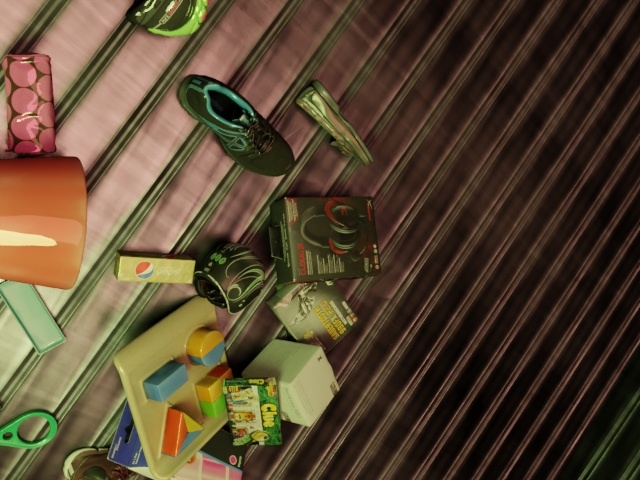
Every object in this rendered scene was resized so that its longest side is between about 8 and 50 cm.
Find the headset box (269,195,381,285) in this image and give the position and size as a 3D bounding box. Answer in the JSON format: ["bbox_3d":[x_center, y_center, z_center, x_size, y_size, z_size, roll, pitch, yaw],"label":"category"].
[{"bbox_3d":[0.000,0.000,1.597,0.293,0.110,0.218,-2,82,-27],"label":"headset box"}]

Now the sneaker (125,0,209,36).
[{"bbox_3d":[-0.345,-0.666,1.226,0.202,0.185,0.483,-13,108,-29],"label":"sneaker"}]

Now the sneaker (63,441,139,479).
[{"bbox_3d":[-0.478,0.576,1.502,0.281,0.162,0.107,-5,106,-27],"label":"sneaker"}]

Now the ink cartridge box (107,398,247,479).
[{"bbox_3d":[-0.352,0.540,1.564,0.371,0.069,0.176,37,40,-29],"label":"ink cartridge box"}]

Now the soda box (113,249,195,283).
[{"bbox_3d":[-0.399,0.065,1.467,0.181,0.058,0.061,5,101,-29],"label":"soda box"}]

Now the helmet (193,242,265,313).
[{"bbox_3d":[-0.218,0.087,1.513,0.161,0.169,0.170,-40,120,-35],"label":"helmet"}]

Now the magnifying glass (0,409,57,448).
[{"bbox_3d":[-0.737,0.454,1.413,0.230,0.026,0.092,-7,107,-29],"label":"magnifying glass"}]

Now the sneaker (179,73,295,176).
[{"bbox_3d":[-0.183,-0.258,1.449,0.340,0.139,0.125,36,84,-32],"label":"sneaker"}]

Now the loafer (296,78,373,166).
[{"bbox_3d":[0.038,-0.294,1.601,0.084,0.096,0.268,-36,112,7],"label":"loafer"}]

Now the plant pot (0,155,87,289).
[{"bbox_3d":[-0.611,-0.041,1.191,0.243,0.275,0.275,3,102,-34],"label":"plant pot"}]

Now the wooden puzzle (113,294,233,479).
[{"bbox_3d":[-0.322,0.354,1.491,0.322,0.080,0.348,-38,121,-51],"label":"wooden puzzle"}]

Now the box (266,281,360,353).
[{"bbox_3d":[-0.016,0.200,1.705,0.183,0.056,0.231,-40,118,-14],"label":"box"}]

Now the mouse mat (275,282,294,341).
[{"bbox_3d":[-0.043,0.180,1.722,0.152,0.007,0.190,-21,113,-22],"label":"mouse mat"}]

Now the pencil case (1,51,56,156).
[{"bbox_3d":[-0.601,-0.279,1.250,0.098,0.095,0.210,0,102,-12],"label":"pencil case"}]

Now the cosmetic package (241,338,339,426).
[{"bbox_3d":[-0.079,0.376,1.629,0.151,0.183,0.151,-44,121,-39],"label":"cosmetic package"}]

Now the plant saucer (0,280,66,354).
[{"bbox_3d":[-0.656,0.167,1.380,0.067,0.018,0.192,-29,116,-19],"label":"plant saucer"}]

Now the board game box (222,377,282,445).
[{"bbox_3d":[-0.172,0.446,1.573,0.136,0.030,0.260,-3,129,-2],"label":"board game box"}]
